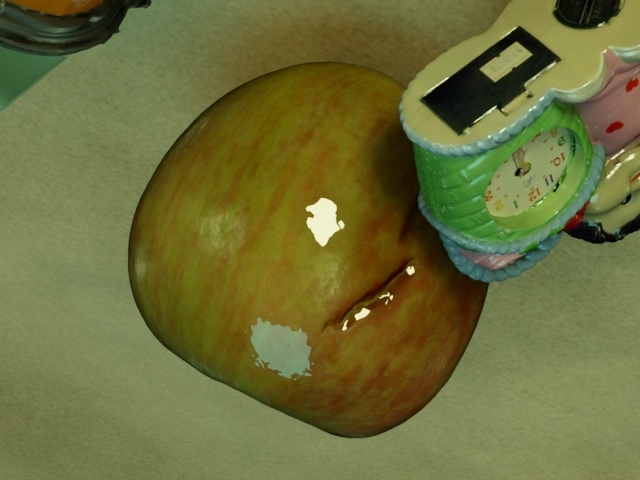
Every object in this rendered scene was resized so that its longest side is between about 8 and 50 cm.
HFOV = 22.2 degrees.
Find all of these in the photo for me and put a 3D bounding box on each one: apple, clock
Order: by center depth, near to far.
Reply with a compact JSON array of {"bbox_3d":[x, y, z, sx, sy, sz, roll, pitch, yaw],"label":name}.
[{"bbox_3d":[0.150,-0.061,1.040,0.100,0.194,0.195,50,174,39],"label":"clock"},{"bbox_3d":[0.000,0.000,1.157,0.264,0.264,0.264,16,149,10],"label":"apple"}]

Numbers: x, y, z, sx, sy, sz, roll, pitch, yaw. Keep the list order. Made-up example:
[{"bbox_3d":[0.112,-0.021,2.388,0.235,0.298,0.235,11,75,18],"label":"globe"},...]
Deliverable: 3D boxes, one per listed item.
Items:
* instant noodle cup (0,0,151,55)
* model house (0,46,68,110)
[{"bbox_3d":[-0.164,-0.220,0.996,0.208,0.178,0.125,-8,156,-46],"label":"instant noodle cup"},{"bbox_3d":[-0.242,-0.183,1.149,0.149,0.100,0.127,33,147,-23],"label":"model house"}]
